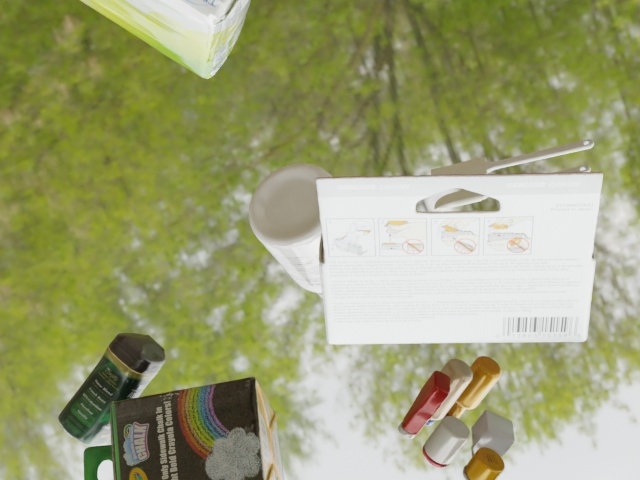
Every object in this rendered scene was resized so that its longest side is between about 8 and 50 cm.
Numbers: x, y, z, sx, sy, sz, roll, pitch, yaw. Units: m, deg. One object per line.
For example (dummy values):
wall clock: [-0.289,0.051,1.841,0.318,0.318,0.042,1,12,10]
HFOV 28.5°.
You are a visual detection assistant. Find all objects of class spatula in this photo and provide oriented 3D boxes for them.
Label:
spatula: [0.276,-0.072,1.796,0.242,0.019,0.168,-11,-142,14]

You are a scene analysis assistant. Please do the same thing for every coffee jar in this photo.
coffee jar: [-0.323,0.229,1.972,0.184,0.079,0.096,-54,162,10]

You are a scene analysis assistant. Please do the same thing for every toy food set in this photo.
toy food set: [0.167,0.239,1.590,0.104,0.111,0.232,-58,-166,29]

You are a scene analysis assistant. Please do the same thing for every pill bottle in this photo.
pill bottle: [0.000,0.000,1.771,0.131,0.229,0.131,-10,-120,17]

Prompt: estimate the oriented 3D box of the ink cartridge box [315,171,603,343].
ink cartridge box: [0.136,0.007,1.267,0.275,0.238,0.060,-1,-137,4]

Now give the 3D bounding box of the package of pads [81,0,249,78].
package of pads: [-0.207,-0.302,1.291,0.101,0.297,0.229,-59,-176,-10]

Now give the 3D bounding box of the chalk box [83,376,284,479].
chalk box: [-0.212,0.337,1.907,0.289,0.179,0.180,-11,-117,6]
